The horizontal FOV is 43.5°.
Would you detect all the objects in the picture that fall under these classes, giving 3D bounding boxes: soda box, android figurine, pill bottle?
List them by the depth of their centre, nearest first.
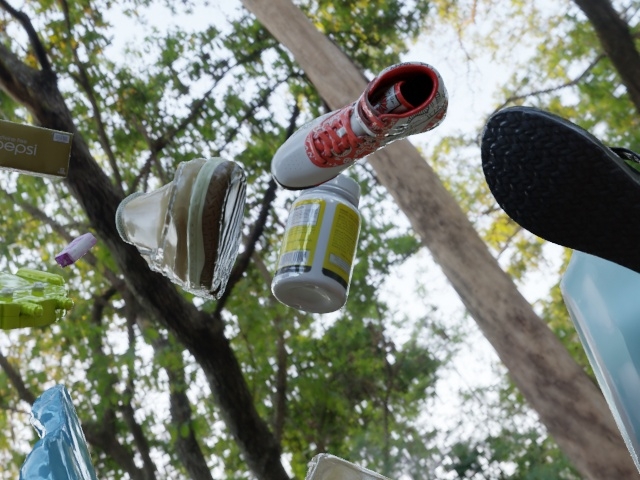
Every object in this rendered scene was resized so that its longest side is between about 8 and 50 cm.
[{"bbox_3d":[-0.404,-0.119,0.983,0.181,0.061,0.058,10,-93,-27],"label":"soda box"},{"bbox_3d":[0.000,0.000,1.272,0.119,0.208,0.119,10,-29,6],"label":"pill bottle"},{"bbox_3d":[-0.521,0.088,1.279,0.248,0.273,0.056,-9,-74,-60],"label":"android figurine"}]

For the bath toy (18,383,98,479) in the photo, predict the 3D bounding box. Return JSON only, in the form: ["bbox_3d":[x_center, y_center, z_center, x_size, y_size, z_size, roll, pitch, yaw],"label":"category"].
[{"bbox_3d":[-0.308,0.200,0.478,0.348,0.129,0.151,-19,-24,-18],"label":"bath toy"}]

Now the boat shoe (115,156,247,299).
[{"bbox_3d":[-0.087,-0.005,0.473,0.072,0.068,0.190,20,-19,-2],"label":"boat shoe"}]

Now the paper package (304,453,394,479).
[{"bbox_3d":[0.095,0.355,0.679,0.309,0.325,0.168,-27,-43,-80],"label":"paper package"}]

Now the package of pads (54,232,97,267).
[{"bbox_3d":[-0.508,0.020,1.666,0.050,0.083,0.032,-21,-69,34],"label":"package of pads"}]

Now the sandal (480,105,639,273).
[{"bbox_3d":[0.170,-0.019,0.452,0.040,0.179,0.067,-51,-12,-51],"label":"sandal"}]

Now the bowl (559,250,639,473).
[{"bbox_3d":[0.304,0.085,0.648,0.163,0.311,0.311,-23,-36,13],"label":"bowl"}]

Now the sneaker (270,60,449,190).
[{"bbox_3d":[0.044,-0.157,1.083,0.270,0.090,0.145,-23,-10,5],"label":"sneaker"}]
